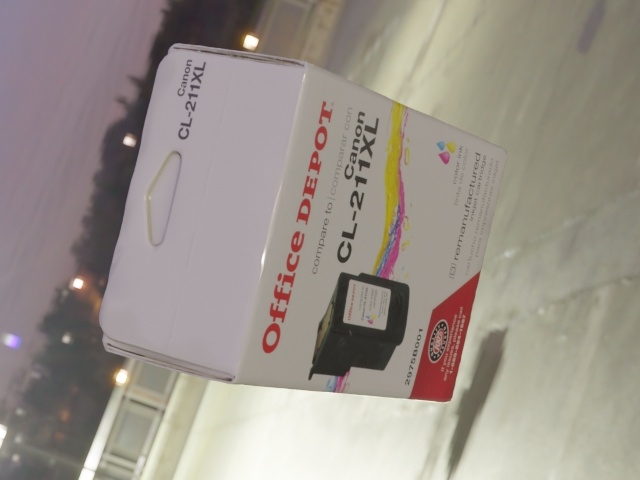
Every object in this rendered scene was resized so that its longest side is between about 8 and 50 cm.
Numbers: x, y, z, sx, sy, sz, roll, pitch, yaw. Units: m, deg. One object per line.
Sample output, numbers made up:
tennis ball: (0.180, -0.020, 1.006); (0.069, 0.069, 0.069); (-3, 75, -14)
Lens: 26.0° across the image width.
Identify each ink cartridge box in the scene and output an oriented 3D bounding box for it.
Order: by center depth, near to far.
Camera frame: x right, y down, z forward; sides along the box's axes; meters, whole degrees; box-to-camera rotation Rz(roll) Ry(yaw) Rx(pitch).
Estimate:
ink cartridge box: (0.000, 0.000, 0.599); (0.175, 0.072, 0.127); (13, -90, -56)
